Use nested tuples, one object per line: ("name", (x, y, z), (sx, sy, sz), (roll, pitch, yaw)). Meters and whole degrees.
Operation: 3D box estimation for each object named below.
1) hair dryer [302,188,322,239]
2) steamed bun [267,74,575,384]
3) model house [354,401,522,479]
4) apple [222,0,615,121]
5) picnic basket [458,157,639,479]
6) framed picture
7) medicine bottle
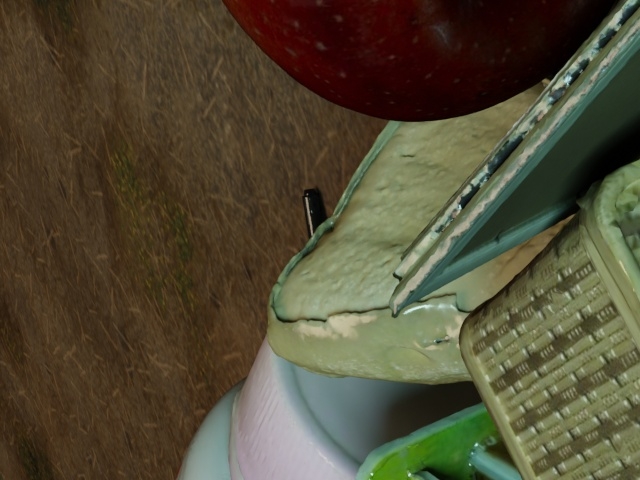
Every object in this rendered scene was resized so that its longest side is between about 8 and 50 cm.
("hair dryer", (0.000, 0.000, 1.277), (0.047, 0.026, 0.083), (11, 111, 60))
("steamed bun", (0.104, 0.010, 0.897), (0.212, 0.231, 0.110), (18, 152, 44))
("model house", (0.195, 0.275, 0.812), (0.313, 0.242, 0.358), (31, 130, 49))
("apple", (0.043, -0.172, 0.809), (0.201, 0.218, 0.218), (-117, 19, -57))
("picnic basket", (0.232, 0.101, 0.617), (0.313, 0.228, 0.175), (64, 158, 14))
("framed picture", (0.143, -0.093, 0.546), (0.017, 0.217, 0.274), (46, 117, 13))
("medicine bottle", (0.028, 0.184, 1.071), (0.256, 0.256, 0.325), (55, 145, 29))
